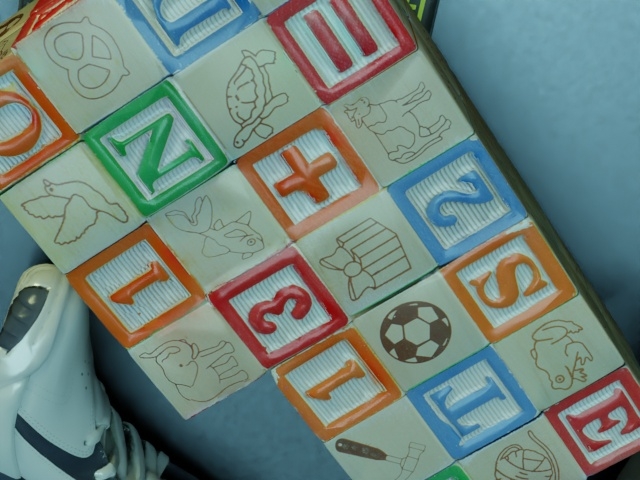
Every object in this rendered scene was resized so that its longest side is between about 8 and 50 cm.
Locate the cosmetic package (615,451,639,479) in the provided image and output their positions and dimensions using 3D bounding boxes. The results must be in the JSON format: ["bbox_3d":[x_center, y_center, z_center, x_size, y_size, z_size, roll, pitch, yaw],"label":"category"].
[{"bbox_3d":[0.185,0.225,0.657,0.153,0.129,0.296,15,131,-2],"label":"cosmetic package"}]

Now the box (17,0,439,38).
[{"bbox_3d":[-0.043,-0.098,0.608,0.184,0.045,0.190,9,115,-6],"label":"box"}]

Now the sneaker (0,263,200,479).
[{"bbox_3d":[-0.096,0.122,0.683,0.153,0.094,0.235,10,115,-4],"label":"sneaker"}]

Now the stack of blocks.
[{"bbox_3d":[0.000,0.000,0.580,0.171,0.087,0.297,-32,113,13],"label":"stack of blocks"}]
